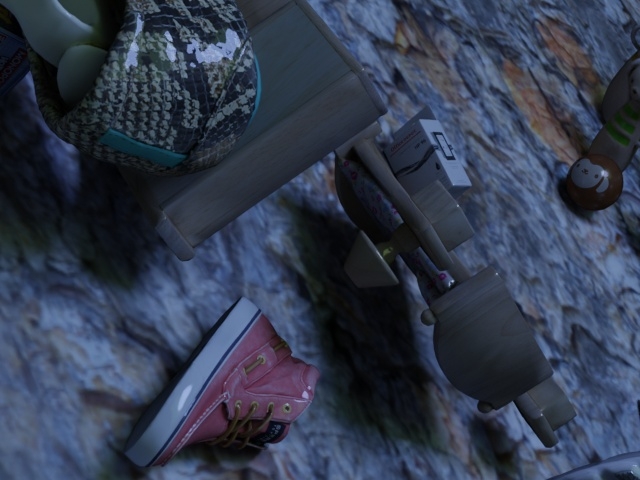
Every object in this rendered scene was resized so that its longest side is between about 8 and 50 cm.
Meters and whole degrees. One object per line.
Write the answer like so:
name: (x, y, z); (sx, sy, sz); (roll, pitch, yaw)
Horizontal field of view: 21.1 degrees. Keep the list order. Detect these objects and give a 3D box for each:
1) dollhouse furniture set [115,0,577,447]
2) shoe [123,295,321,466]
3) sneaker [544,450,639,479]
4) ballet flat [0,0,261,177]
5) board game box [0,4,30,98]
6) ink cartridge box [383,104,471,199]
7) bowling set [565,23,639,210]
dollhouse furniture set: (0.000, 0.000, 1.280); (0.303, 0.174, 0.355); (55, 0, 44)
shoe: (-0.057, 0.107, 1.103); (0.081, 0.063, 0.178); (42, 31, -4)
sneaker: (0.156, 0.183, 1.100); (0.105, 0.281, 0.115); (66, 23, -11)
ballet flat: (-0.181, -0.262, 1.116); (0.182, 0.164, 0.483); (8, 54, -50)
board game box: (-0.267, -0.191, 1.136); (0.194, 0.060, 0.194); (36, 33, -26)
ink cartridge box: (0.085, -0.068, 1.435); (0.028, 0.048, 0.083); (-1, 59, -49)
bowling set: (0.342, -0.088, 1.621); (0.200, 0.154, 0.287); (-16, 55, -43)
